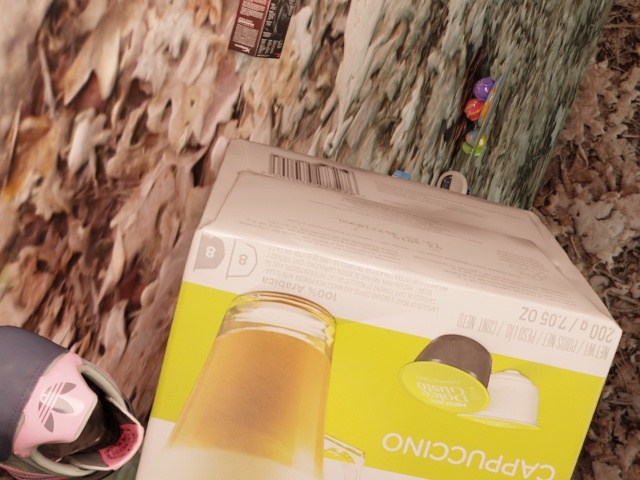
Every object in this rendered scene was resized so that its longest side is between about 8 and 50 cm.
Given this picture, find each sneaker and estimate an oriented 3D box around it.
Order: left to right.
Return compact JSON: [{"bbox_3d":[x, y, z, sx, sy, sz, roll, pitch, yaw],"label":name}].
[{"bbox_3d":[-0.192,0.156,0.843,0.112,0.131,0.319,-66,163,-13],"label":"sneaker"},{"bbox_3d":[0.248,-0.023,2.072,0.217,0.079,0.121,-70,162,-1],"label":"sneaker"}]

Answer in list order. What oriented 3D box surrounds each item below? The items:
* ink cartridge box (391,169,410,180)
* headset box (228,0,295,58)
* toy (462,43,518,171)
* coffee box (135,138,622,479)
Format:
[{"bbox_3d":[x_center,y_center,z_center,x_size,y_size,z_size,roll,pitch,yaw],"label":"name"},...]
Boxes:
[{"bbox_3d":[0.115,-0.069,1.699,0.083,0.028,0.048,-56,158,-38],"label":"ink cartridge box"},{"bbox_3d":[-0.052,-0.218,1.007,0.062,0.032,0.083,-23,130,-68],"label":"headset box"},{"bbox_3d":[0.311,-0.259,2.036,0.237,0.056,0.137,98,17,-50],"label":"toy"},{"bbox_3d":[0.027,0.131,0.976,0.338,0.338,0.334,-94,-162,-73],"label":"coffee box"}]
